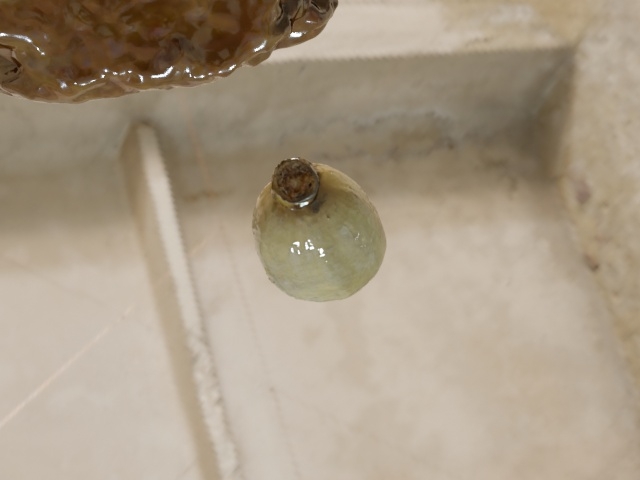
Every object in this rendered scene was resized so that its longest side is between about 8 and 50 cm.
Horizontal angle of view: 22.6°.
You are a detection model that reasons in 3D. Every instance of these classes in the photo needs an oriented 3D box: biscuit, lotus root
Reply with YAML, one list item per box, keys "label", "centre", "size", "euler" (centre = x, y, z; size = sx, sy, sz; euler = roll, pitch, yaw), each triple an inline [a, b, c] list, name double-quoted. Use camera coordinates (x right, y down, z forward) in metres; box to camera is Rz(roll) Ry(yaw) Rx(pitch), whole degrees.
- label: "biscuit"
  centre: [-0.163, -0.256, 1.418]
  size: [0.342, 0.166, 0.395]
  euler: [-8, -156, -3]
- label: "lotus root"
  centre: [0.000, 0.000, 0.907]
  size: [0.073, 0.150, 0.062]
  euler: [-30, -117, 0]
